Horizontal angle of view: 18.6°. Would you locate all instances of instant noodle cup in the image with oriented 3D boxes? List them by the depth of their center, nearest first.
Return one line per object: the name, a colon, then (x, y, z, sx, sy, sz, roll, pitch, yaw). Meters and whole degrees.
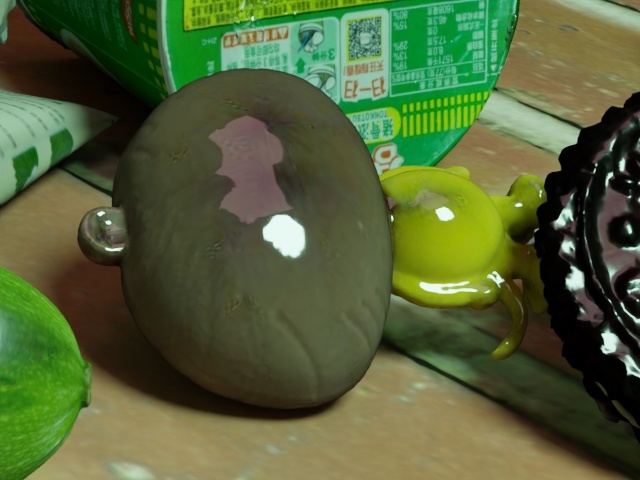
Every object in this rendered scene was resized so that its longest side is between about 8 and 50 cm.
instant noodle cup: (-0.046, -0.144, 0.985, 0.207, 0.207, 0.232, -7, 20, -32)

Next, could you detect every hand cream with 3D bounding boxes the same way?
hand cream: (-0.167, -0.031, 0.839, 0.095, 0.059, 0.276, 10, 18, 10)

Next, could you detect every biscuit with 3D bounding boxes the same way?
biscuit: (0.175, 0.013, 0.751, 0.194, 0.053, 0.195, 3, 56, -5)

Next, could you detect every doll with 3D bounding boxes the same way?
doll: (0.002, 0.008, 0.760, 0.188, 0.096, 0.145, 23, 53, -10)

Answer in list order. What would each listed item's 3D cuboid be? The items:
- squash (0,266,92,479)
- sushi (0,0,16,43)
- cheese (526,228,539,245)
squash: (-0.257, 0.039, 0.578, 0.378, 0.101, 0.101, 0, 24, -16)
sushi: (-0.306, -0.141, 0.739, 0.417, 0.176, 0.417, -1, 41, 1)
cheese: (0.167, 0.006, 0.850, 0.227, 0.064, 0.137, 6, 20, -7)
